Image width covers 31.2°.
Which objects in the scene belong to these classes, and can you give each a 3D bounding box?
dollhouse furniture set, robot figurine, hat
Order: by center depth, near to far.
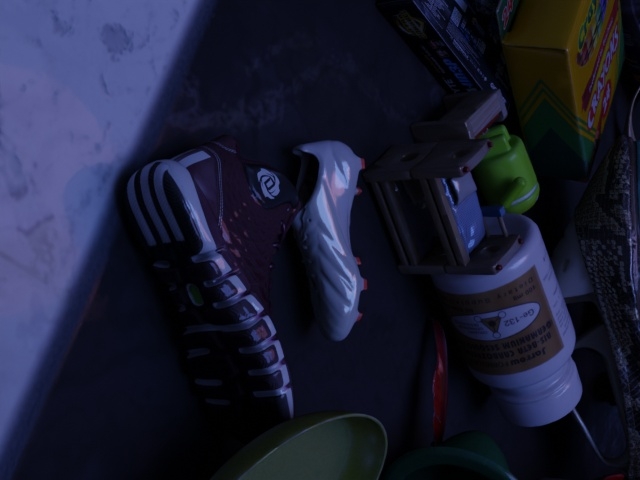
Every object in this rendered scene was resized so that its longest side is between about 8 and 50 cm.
[{"bbox_3d":[0.164,-0.066,1.246,0.183,0.129,0.129,-44,122,-40],"label":"dollhouse furniture set"},{"bbox_3d":[0.167,0.236,1.255,0.183,0.173,0.209,-57,157,-56],"label":"hat"},{"bbox_3d":[0.218,-0.079,1.355,0.101,0.067,0.115,-81,149,-58],"label":"robot figurine"}]

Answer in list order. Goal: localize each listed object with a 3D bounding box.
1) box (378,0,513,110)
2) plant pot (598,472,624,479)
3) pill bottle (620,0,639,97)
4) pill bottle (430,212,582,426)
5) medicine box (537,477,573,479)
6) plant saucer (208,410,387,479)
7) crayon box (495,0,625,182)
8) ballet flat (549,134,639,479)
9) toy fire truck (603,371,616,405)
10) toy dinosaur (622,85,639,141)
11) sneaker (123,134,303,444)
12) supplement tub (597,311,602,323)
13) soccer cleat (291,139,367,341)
[{"bbox_3d":[0.166,-0.270,1.306,0.220,0.051,0.175,41,60,-41],"label":"box"},{"bbox_3d":[0.478,0.411,1.560,0.191,0.191,0.174,-2,88,-49],"label":"plant pot"},{"bbox_3d":[0.477,-0.309,1.606,0.130,0.130,0.246,-56,129,-32],"label":"pill bottle"},{"bbox_3d":[0.218,0.095,1.309,0.131,0.131,0.229,-47,124,-38],"label":"pill bottle"},{"bbox_3d":[0.260,0.451,1.346,0.263,0.149,0.289,-4,92,-49],"label":"medicine box"},{"bbox_3d":[-0.042,0.235,1.007,0.241,0.037,0.241,-30,144,-25],"label":"plant saucer"},{"bbox_3d":[0.291,-0.237,1.356,0.202,0.081,0.318,-68,153,-22],"label":"crayon box"},{"bbox_3d":[0.365,0.119,1.433,0.164,0.182,0.483,-14,91,-73],"label":"ballet flat"},{"bbox_3d":[0.473,0.210,1.601,0.135,0.192,0.047,3,87,-21],"label":"toy fire truck"},{"bbox_3d":[0.442,-0.126,1.641,0.093,0.053,0.183,-57,139,-52],"label":"toy dinosaur"},{"bbox_3d":[-0.053,0.034,1.018,0.162,0.106,0.281,-40,119,-45],"label":"sneaker"},{"bbox_3d":[0.462,0.067,1.581,0.144,0.144,0.200,24,72,-47],"label":"supplement tub"},{"bbox_3d":[0.000,0.000,1.113,0.076,0.068,0.196,2,88,-34],"label":"soccer cleat"}]
